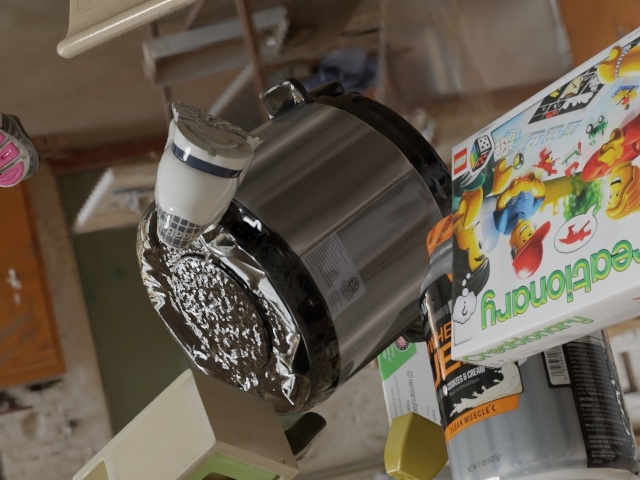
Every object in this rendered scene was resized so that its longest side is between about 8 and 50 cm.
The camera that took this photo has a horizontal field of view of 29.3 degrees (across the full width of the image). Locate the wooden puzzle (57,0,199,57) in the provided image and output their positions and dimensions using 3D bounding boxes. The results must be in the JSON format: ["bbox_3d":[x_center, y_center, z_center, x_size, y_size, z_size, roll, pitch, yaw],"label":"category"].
[{"bbox_3d":[-0.085,-0.338,1.027,0.322,0.347,0.080,-13,156,39],"label":"wooden puzzle"}]

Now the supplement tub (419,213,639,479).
[{"bbox_3d":[0.213,0.127,1.308,0.194,0.316,0.193,-7,152,-4],"label":"supplement tub"}]

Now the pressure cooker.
[{"bbox_3d":[0.004,0.001,1.729,0.420,0.375,0.370,-38,145,-32],"label":"pressure cooker"}]

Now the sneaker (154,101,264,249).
[{"bbox_3d":[-0.107,-0.062,1.083,0.090,0.095,0.235,19,-168,-1],"label":"sneaker"}]

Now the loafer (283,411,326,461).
[{"bbox_3d":[-0.042,0.324,1.920,0.056,0.050,0.148,31,-142,27],"label":"loafer"}]

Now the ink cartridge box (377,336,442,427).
[{"bbox_3d":[0.248,0.196,1.946,0.289,0.211,0.121,-13,171,17],"label":"ink cartridge box"}]

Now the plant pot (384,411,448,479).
[{"bbox_3d":[0.136,0.304,1.748,0.081,0.083,0.081,29,157,-9],"label":"plant pot"}]

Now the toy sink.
[{"bbox_3d":[-0.169,0.295,1.515,0.234,0.131,0.153,-42,135,17],"label":"toy sink"}]

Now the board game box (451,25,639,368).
[{"bbox_3d":[0.202,-0.033,0.908,0.053,0.193,0.305,14,155,-26],"label":"board game box"}]

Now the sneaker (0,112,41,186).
[{"bbox_3d":[-0.346,-0.114,1.228,0.063,0.170,0.075,-53,169,10],"label":"sneaker"}]
